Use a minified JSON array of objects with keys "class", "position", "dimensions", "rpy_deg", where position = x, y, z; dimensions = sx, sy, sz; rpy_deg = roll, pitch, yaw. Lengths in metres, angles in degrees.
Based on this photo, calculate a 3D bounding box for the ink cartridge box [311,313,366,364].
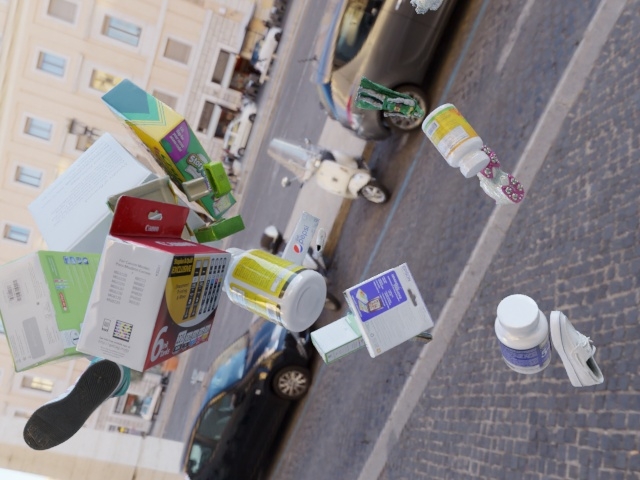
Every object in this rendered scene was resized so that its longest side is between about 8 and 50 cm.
[{"class":"ink cartridge box","position":[0.085,0.323,1.924],"dimensions":[0.109,0.209,0.062],"rpy_deg":[49,157,49]}]

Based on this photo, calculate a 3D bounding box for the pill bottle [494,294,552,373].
[{"class":"pill bottle","position":[0.448,0.205,1.256],"dimensions":[0.186,0.112,0.112],"rpy_deg":[59,-153,-44]}]

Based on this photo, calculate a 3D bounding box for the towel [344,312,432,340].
[{"class":"towel","position":[0.286,0.378,2.427],"dimensions":[0.271,0.370,0.040],"rpy_deg":[67,-143,-76]}]

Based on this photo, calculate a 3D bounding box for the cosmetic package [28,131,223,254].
[{"class":"cosmetic package","position":[-0.563,-0.044,1.631],"dimensions":[0.327,0.329,0.394],"rpy_deg":[-46,43,-8]}]

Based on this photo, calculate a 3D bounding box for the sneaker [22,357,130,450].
[{"class":"sneaker","position":[-0.593,0.391,1.430],"dimensions":[0.295,0.124,0.178],"rpy_deg":[-40,-1,1]}]

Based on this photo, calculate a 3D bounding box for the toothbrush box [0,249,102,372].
[{"class":"toothbrush box","position":[-0.514,0.139,1.179],"dimensions":[0.283,0.122,0.206],"rpy_deg":[11,-121,-77]}]

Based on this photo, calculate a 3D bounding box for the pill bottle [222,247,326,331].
[{"class":"pill bottle","position":[-0.163,0.135,1.721],"dimensions":[0.334,0.188,0.188],"rpy_deg":[20,94,33]}]

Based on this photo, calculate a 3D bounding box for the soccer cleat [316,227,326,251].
[{"class":"soccer cleat","position":[0.000,0.000,1.909],"dimensions":[0.035,0.029,0.083],"rpy_deg":[-49,-28,-64]}]

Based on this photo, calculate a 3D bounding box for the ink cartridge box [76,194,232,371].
[{"class":"ink cartridge box","position":[-0.287,0.070,1.069],"dimensions":[0.309,0.130,0.272],"rpy_deg":[0,-74,-81]}]

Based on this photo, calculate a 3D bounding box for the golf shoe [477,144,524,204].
[{"class":"golf shoe","position":[0.666,-0.255,2.255],"dimensions":[0.115,0.306,0.140],"rpy_deg":[-42,4,-21]}]

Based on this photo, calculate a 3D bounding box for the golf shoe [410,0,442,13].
[{"class":"golf shoe","position":[0.363,-0.777,1.800],"dimensions":[0.086,0.069,0.176],"rpy_deg":[-32,11,48]}]

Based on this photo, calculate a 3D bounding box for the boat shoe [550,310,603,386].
[{"class":"boat shoe","position":[0.685,0.285,1.511],"dimensions":[0.084,0.258,0.095],"rpy_deg":[-13,33,36]}]

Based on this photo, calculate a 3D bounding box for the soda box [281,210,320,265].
[{"class":"soda box","position":[-0.099,0.015,2.577],"dimensions":[0.098,0.091,0.286],"rpy_deg":[-50,15,59]}]

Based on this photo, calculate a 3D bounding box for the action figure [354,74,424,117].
[{"class":"action figure","position":[0.231,-0.452,1.869],"dimensions":[0.137,0.232,0.063],"rpy_deg":[100,-172,-61]}]

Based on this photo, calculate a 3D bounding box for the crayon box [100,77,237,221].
[{"class":"crayon box","position":[-0.432,-0.256,1.648],"dimensions":[0.106,0.313,0.363],"rpy_deg":[-44,-35,-13]}]

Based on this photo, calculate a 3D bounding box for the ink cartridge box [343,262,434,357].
[{"class":"ink cartridge box","position":[0.196,0.198,1.630],"dimensions":[0.206,0.208,0.045],"rpy_deg":[66,162,2]}]

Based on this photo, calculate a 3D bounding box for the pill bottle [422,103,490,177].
[{"class":"pill bottle","position":[0.477,-0.344,1.979],"dimensions":[0.245,0.136,0.136],"rpy_deg":[58,144,19]}]

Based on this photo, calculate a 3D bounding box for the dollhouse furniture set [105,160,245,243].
[{"class":"dollhouse furniture set","position":[-0.375,-0.062,1.438],"dimensions":[0.151,0.301,0.197],"rpy_deg":[-2,110,61]}]

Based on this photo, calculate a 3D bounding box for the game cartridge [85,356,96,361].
[{"class":"game cartridge","position":[-0.680,0.264,1.643],"dimensions":[0.062,0.297,0.198],"rpy_deg":[-57,-20,-4]}]
